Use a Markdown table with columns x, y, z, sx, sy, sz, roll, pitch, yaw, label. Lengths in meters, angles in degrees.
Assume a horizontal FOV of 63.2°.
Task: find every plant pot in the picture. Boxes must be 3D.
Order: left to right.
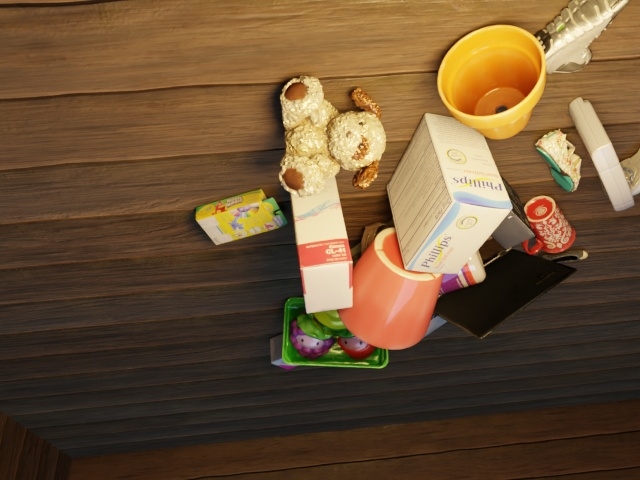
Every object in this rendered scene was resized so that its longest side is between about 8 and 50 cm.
| x | y | z | sx | sy | sz | roll | pitch | yaw | label |
| --- | --- | --- | --- | --- | --- | --- | --- | --- | --- |
| 0.203 | 0.114 | 1.403 | 0.275 | 0.274 | 0.243 | 4 | 132 | -15 | plant pot |
| 0.371 | -0.311 | 1.104 | 0.205 | 0.205 | 0.188 | -22 | 157 | 20 | plant pot |

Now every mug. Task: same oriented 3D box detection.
| x | y | z | sx | sy | sz | roll | pitch | yaw | label |
| --- | --- | --- | --- | --- | --- | --- | --- | --- | --- |
| 0.677 | -0.036 | 1.563 | 0.113 | 0.150 | 0.169 | 14 | 160 | 46 | mug |

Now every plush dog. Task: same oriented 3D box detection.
| x | y | z | sx | sy | sz | roll | pitch | yaw | label |
| --- | --- | --- | --- | --- | --- | --- | --- | --- | --- |
| 0.033 | -0.218 | 1.167 | 0.226 | 0.262 | 0.210 | 1 | 178 | 5 | plush dog |

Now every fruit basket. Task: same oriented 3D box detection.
| x | y | z | sx | sy | sz | roll | pitch | yaw | label |
| --- | --- | --- | --- | --- | --- | --- | --- | --- | --- |
| 0.054 | 0.292 | 1.806 | 0.392 | 0.282 | 0.392 | 1 | 153 | 1 | fruit basket |

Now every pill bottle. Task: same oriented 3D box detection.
| x | y | z | sx | sy | sz | roll | pitch | yaw | label |
| --- | --- | --- | --- | --- | --- | --- | --- | --- | --- |
| 0.337 | 0.089 | 1.634 | 0.323 | 0.181 | 0.181 | -21 | 142 | 18 | pill bottle |

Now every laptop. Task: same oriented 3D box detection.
| x | y | z | sx | sy | sz | roll | pitch | yaw | label |
| --- | --- | --- | --- | --- | --- | --- | --- | --- | --- |
| 0.542 | 0.216 | 1.677 | 0.382 | 0.236 | 0.407 | -30 | 147 | -15 | laptop |

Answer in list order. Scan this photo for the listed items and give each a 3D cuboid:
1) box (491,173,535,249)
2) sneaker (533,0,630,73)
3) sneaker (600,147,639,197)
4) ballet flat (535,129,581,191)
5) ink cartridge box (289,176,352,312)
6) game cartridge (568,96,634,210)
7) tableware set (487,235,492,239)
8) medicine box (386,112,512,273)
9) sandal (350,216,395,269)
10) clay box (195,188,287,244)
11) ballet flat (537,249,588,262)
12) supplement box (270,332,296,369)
| x | y | z | sx | sy | sz | roll | pitch | yaw | label |
| --- | --- | --- | --- | --- | --- | --- | --- | --- | --- |
| 0.500 | -0.085 | 1.445 | 0.093 | 0.158 | 0.156 | -31 | 137 | 29 | box |
| 0.544 | -0.425 | 1.066 | 0.132 | 0.086 | 0.229 | 15 | 149 | -35 | sneaker |
| 0.907 | -0.221 | 1.400 | 0.129 | 0.111 | 0.297 | -2 | 151 | -34 | sneaker |
| 0.644 | -0.209 | 1.372 | 0.077 | 0.091 | 0.241 | -48 | 137 | 10 | ballet flat |
| 0.000 | 0.000 | 1.349 | 0.131 | 0.306 | 0.226 | -7 | 145 | 0 | ink cartridge box |
| 0.703 | -0.200 | 1.292 | 0.060 | 0.196 | 0.294 | -28 | 138 | 25 | game cartridge |
| 0.556 | -0.049 | 1.620 | 0.141 | 0.020 | 0.168 | -8 | 144 | 1 | tableware set |
| 0.294 | -0.109 | 1.264 | 0.149 | 0.289 | 0.263 | 5 | 142 | -16 | medicine box |
| 0.147 | 0.008 | 1.554 | 0.086 | 0.120 | 0.303 | 31 | 131 | -22 | sandal |
| -0.214 | -0.067 | 1.436 | 0.222 | 0.053 | 0.127 | -15 | 143 | 9 | clay box |
| 0.837 | 0.065 | 1.797 | 0.173 | 0.049 | 0.057 | -7 | 145 | 0 | ballet flat |
| -0.083 | 0.419 | 2.069 | 0.220 | 0.113 | 0.111 | -29 | 140 | 25 | supplement box |
